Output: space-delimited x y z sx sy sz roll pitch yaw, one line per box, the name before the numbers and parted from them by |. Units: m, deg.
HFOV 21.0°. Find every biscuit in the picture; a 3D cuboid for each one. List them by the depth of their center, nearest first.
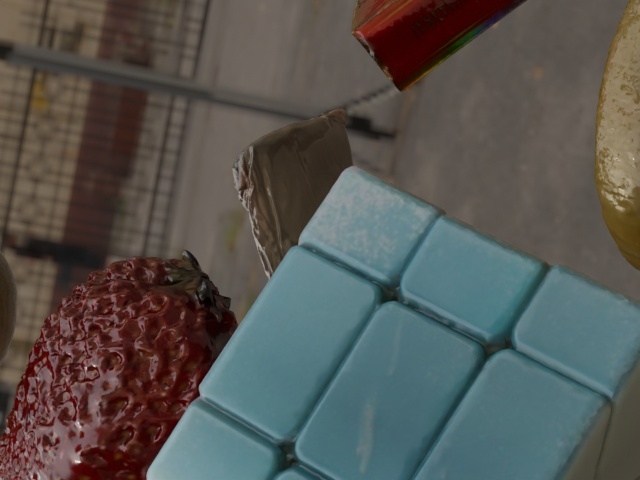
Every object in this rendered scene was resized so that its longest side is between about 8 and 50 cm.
biscuit | 0.303 -0.099 1.284 0.102 0.296 0.296 16 96 44

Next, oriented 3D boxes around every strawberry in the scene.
strawberry | -0.191 0.146 1.635 0.261 0.258 0.261 172 90 -79

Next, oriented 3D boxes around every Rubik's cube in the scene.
Rubik's cube | 0.108 0.181 1.447 0.322 0.316 0.319 -56 -31 -10

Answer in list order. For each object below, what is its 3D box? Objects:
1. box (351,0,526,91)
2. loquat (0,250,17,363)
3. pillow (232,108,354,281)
box | 0.136 -0.286 1.822 0.197 0.089 0.313 -35 17 15
loquat | -0.426 0.072 1.767 0.244 0.244 0.244 -169 90 -80
pillow | 0.000 0.000 1.901 0.067 0.173 0.270 -16 93 52
